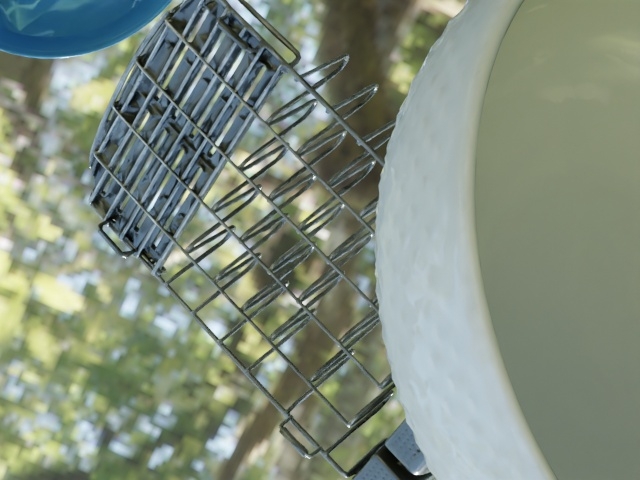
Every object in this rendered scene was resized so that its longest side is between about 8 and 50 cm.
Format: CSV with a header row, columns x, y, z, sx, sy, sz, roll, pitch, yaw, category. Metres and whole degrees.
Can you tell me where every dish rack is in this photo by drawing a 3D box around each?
x,y,z,sx,sy,sz,roll,pitch,yaw,category
0.000,0.000,1.017,0.271,0.208,0.074,45,-137,10,dish rack

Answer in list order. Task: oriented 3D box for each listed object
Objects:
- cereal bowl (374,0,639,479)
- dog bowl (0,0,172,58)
x,y,z,sx,sy,sz,roll,pitch,yaw,category
0.158,0.027,0.848,0.339,0.141,0.339,10,-110,-29,cereal bowl
-0.184,-0.242,1.054,0.297,0.166,0.074,57,-175,-27,dog bowl
